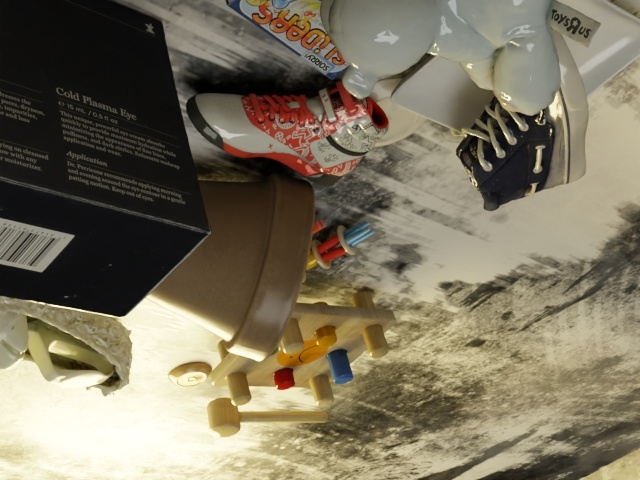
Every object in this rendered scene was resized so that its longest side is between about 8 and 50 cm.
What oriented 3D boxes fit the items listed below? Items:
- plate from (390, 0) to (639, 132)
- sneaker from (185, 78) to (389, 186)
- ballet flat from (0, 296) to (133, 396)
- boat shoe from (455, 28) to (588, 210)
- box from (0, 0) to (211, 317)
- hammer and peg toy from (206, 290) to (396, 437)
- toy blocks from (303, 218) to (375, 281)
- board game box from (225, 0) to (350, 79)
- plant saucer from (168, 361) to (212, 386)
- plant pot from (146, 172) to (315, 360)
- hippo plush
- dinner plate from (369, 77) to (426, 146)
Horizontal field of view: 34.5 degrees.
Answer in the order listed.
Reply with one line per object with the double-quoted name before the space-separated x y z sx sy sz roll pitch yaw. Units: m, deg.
"plate" 0.270 -0.244 1.381 0.278 0.045 0.277 16 137 -40
"sneaker" -0.032 -0.165 1.326 0.270 0.090 0.145 19 132 -42
"ballet flat" -0.436 0.145 1.577 0.147 0.147 0.409 -33 143 25
"boat shoe" 0.254 -0.151 1.352 0.158 0.127 0.340 -25 147 3
"box" -0.322 -0.118 1.062 0.343 0.312 0.179 16 136 -39
"hammer and peg toy" -0.055 0.220 1.862 0.266 0.127 0.361 6 141 -34
"toy blocks" 0.000 0.000 1.620 0.148 0.054 0.123 -29 146 19
"board game box" 0.001 -0.280 1.215 0.136 0.035 0.201 -34 143 25
"plant saucer" -0.243 0.255 1.933 0.083 0.015 0.083 -12 147 -8
"plant pot" -0.155 0.016 1.434 0.229 0.263 0.263 14 140 -12
"hippo plush" 0.127 -0.221 1.109 0.236 0.294 0.234 -19 117 -6
"dinner plate" 0.091 -0.172 1.438 0.141 0.017 0.141 -12 146 -8
